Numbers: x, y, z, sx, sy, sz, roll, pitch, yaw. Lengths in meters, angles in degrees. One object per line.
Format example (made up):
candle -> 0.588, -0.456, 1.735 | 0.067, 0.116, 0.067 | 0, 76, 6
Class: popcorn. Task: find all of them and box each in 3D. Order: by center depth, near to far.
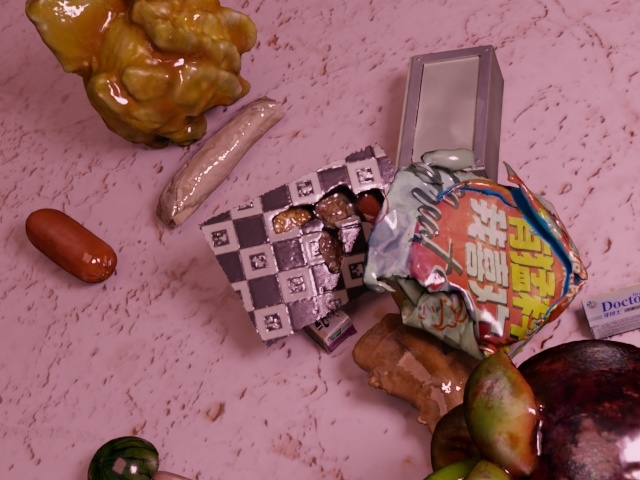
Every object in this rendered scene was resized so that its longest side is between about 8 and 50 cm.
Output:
popcorn -> -0.263, -0.324, 1.664 | 0.290, 0.321, 0.326 | 2, 76, 25

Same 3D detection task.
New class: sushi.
sushi -> 0.000, 0.000, 1.429 | 0.279, 0.043, 0.192 | -28, 83, -9

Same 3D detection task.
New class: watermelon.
watermelon -> -0.270, 0.304, 1.384 | 0.105, 0.062, 0.105 | -18, 46, 20

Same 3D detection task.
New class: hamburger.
hamburger -> 0.182, 0.027, 1.305 | 0.276, 0.150, 0.260 | 36, 67, 1

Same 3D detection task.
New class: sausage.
sausage -> -0.396, 0.008, 1.643 | 0.197, 0.076, 0.076 | 31, 73, 35

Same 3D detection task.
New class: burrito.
burrito -> -0.159, -0.132, 1.649 | 0.275, 0.059, 0.082 | -47, 37, -13

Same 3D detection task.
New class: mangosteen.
mangosteen -> 0.264, 0.244, 1.040 | 0.311, 0.311, 0.311 | -12, 53, 16

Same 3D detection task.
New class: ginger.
ginger -> 0.131, 0.171, 1.299 | 0.148, 0.081, 0.334 | -12, 52, -13

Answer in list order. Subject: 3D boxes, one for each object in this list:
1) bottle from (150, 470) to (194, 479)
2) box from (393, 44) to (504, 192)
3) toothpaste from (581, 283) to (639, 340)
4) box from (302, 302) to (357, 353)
bottle -> -0.195, 0.371, 1.286 | 0.099, 0.099, 0.152 | 9, 64, 28
box -> 0.189, -0.167, 1.505 | 0.129, 0.086, 0.225 | -4, 56, 21
toothpaste -> 0.407, 0.077, 1.269 | 0.164, 0.034, 0.046 | -17, 48, 12
box -> -0.035, 0.078, 1.457 | 0.050, 0.041, 0.207 | -40, 51, -13
